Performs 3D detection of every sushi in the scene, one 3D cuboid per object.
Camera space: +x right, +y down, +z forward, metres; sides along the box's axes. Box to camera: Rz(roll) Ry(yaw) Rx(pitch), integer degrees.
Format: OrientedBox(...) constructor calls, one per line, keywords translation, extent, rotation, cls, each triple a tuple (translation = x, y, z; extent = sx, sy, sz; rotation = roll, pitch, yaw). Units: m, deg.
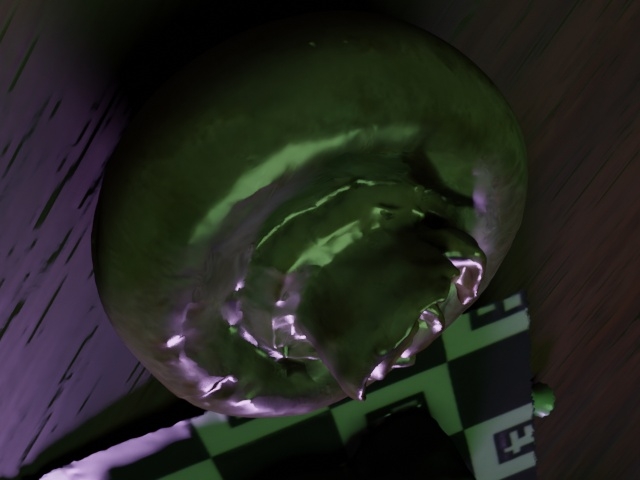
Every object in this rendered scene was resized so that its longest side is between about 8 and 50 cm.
OrientedBox(translation=(-0.001, 0.223, 0.803), extent=(0.373, 0.100, 0.296), rotation=(-20, 137, -5), cls="sushi")

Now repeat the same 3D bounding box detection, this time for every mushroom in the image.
OrientedBox(translation=(0.000, 0.000, 0.576), extent=(0.226, 0.178, 0.226), rotation=(-16, 144, -12), cls="mushroom")

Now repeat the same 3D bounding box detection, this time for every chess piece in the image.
OrientedBox(translation=(0.146, 0.122, 0.884), extent=(0.093, 0.042, 0.042), rotation=(7, 124, -42), cls="chess piece")
